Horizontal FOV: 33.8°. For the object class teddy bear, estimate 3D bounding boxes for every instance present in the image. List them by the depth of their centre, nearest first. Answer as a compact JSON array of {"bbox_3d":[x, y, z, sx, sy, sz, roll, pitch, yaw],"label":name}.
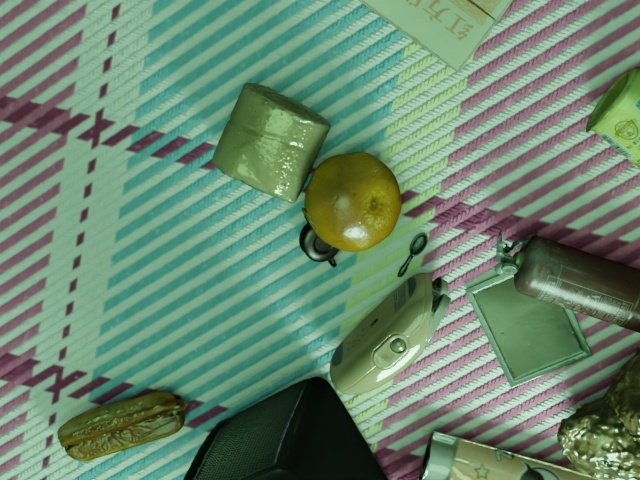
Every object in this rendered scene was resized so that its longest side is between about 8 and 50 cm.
[{"bbox_3d":[0.525,0.286,1.586,0.296,0.246,0.223,19,88,32],"label":"teddy bear"}]

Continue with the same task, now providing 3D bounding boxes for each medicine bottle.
[{"bbox_3d":[0.514,-0.140,1.535,0.239,0.124,0.124,37,106,-4],"label":"medicine bottle"}]

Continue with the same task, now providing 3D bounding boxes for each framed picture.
[{"bbox_3d":[0.332,0.130,1.680,0.141,0.011,0.183,-25,99,12],"label":"framed picture"}]

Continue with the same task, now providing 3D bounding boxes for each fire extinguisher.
[{"bbox_3d":[0.383,0.054,1.599,0.268,0.105,0.105,19,106,-2],"label":"fire extinguisher"}]

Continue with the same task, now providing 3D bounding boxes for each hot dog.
[{"bbox_3d":[-0.330,0.310,1.784,0.235,0.062,0.092,-16,117,5],"label":"hot dog"}]

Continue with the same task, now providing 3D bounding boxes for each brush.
[{"bbox_3d":[0.145,0.024,1.678,0.024,0.008,0.083,30,106,-4],"label":"brush"}]

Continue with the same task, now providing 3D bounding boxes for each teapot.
[{"bbox_3d":[0.000,0.000,1.673,0.067,0.045,0.100,-31,117,-8],"label":"teapot"}]

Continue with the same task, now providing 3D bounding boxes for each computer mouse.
[{"bbox_3d":[0.112,0.151,1.644,0.082,0.145,0.236,44,103,-11],"label":"computer mouse"}]

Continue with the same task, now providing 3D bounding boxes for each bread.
[{"bbox_3d":[-0.076,-0.147,1.599,0.148,0.134,0.141,28,106,13],"label":"bread"}]

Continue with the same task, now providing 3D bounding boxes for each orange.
[{"bbox_3d":[0.046,-0.060,1.602,0.154,0.134,0.155,-6,102,-30],"label":"orange"}]

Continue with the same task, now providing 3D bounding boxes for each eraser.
[{"bbox_3d":[0.300,0.429,1.706,0.290,0.087,0.171,15,77,4],"label":"eraser"}]

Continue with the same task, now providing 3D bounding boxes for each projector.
[{"bbox_3d":[-0.023,0.464,1.605,0.242,0.405,0.395,-27,99,13],"label":"projector"}]

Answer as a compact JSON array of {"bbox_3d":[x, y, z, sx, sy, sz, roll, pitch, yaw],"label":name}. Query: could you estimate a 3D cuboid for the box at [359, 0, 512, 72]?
[{"bbox_3d":[0.229,-0.450,1.524,0.204,0.051,0.365,36,106,-3],"label":"box"}]
